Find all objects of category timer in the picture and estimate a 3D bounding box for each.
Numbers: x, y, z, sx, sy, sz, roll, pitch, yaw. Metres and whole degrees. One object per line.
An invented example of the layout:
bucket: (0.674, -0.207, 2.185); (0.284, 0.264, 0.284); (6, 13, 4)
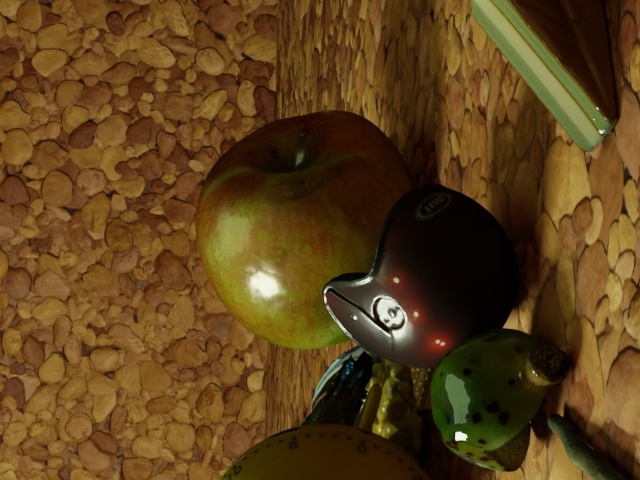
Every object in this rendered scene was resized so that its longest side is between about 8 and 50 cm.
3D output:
timer: (0.005, 0.397, 1.670); (0.387, 0.376, 0.376); (-75, -12, -77)

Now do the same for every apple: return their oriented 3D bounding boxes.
apple: (-0.012, -0.011, 1.867); (0.339, 0.339, 0.339); (-179, 90, -81)

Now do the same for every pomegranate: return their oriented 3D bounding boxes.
pomegranate: (0.176, 0.152, 1.301); (0.169, 0.122, 0.143); (100, -163, -54)

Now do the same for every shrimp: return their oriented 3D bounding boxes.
shrimp: (0.021, 0.307, 1.909); (0.290, 0.054, 0.222); (-63, -29, -4)

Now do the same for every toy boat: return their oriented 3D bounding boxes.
toy boat: (0.054, 0.254, 2.116); (0.115, 0.114, 0.262); (-55, -11, -32)

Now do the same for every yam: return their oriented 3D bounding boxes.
yam: (0.248, 0.204, 1.156); (0.234, 0.027, 0.029); (-128, 13, -76)

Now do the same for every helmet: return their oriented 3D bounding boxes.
helmet: (0.122, 0.043, 1.415); (0.189, 0.193, 0.216); (-38, -42, -40)

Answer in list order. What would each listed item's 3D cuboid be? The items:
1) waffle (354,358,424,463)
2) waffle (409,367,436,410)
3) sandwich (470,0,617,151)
waffle: (0.104, 0.321, 1.916); (0.307, 0.060, 0.312); (-154, 65, -77)
waffle: (0.153, 0.145, 1.682); (0.102, 0.042, 0.148); (-96, 12, -46)
sandwich: (0.205, -0.169, 1.192); (0.079, 0.113, 0.163); (117, 152, -69)
